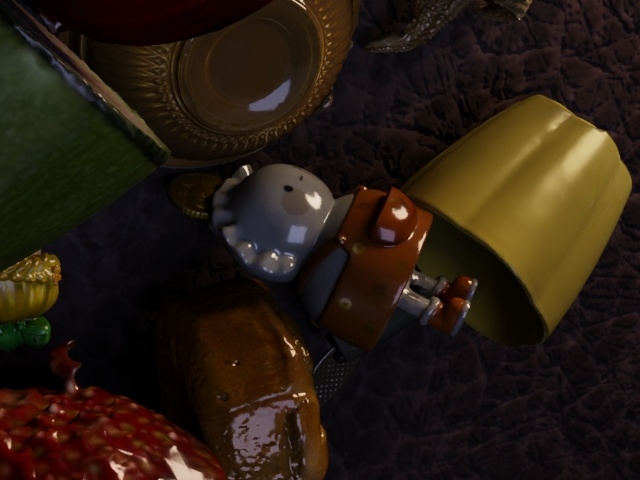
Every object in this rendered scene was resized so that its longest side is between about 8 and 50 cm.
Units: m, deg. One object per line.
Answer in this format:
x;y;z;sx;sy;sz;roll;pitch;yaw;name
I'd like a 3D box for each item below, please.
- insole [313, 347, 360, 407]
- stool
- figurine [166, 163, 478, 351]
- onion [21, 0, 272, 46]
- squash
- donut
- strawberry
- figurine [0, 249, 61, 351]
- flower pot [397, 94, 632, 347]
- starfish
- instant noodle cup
-0.006;0.146;1.707;0.135;0.002;0.045;-49;128;-3;insole
0.039;0.052;1.633;0.110;0.096;0.096;-37;127;-6;stool
0.000;0.008;1.524;0.271;0.143;0.143;12;111;9;figurine
-0.117;-0.288;1.216;0.341;0.341;0.341;-14;119;-26;onion
-0.312;-0.052;1.236;0.309;0.310;0.310;-47;128;-1;squash
-0.070;0.145;1.536;0.114;0.226;0.226;-10;118;-18;donut
-0.262;0.222;1.414;0.343;0.292;0.292;-37;127;-11;strawberry
-0.267;0.021;1.422;0.115;0.095;0.156;-16;117;-38;figurine
0.178;-0.028;1.636;0.179;0.195;0.195;-48;129;-19;flower pot
0.136;-0.245;1.510;0.277;0.062;0.236;-33;154;16;starfish
-0.070;-0.158;1.440;0.274;0.091;0.274;-14;125;-20;instant noodle cup
